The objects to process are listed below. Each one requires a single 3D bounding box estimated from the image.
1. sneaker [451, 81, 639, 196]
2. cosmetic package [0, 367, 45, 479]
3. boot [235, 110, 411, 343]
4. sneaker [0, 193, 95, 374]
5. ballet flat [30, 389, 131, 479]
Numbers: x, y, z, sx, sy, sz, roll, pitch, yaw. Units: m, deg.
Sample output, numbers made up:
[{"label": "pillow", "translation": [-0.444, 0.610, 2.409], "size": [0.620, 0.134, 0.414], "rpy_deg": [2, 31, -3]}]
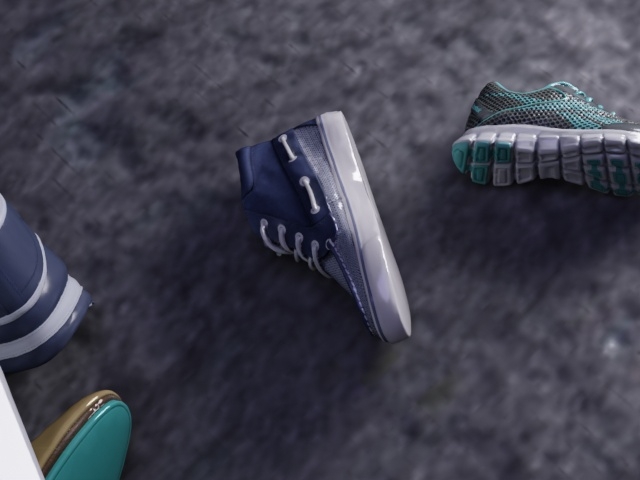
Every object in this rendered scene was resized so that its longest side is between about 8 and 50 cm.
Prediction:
[{"label": "sneaker", "translation": [0.177, -0.079, 0.921], "size": [0.166, 0.065, 0.076], "rpy_deg": [7, 59, 11]}, {"label": "cosmetic package", "translation": [-0.286, 0.099, 0.719], "size": [0.156, 0.217, 0.385], "rpy_deg": [-2, 51, -40]}, {"label": "boot", "translation": [0.000, 0.000, 0.908], "size": [0.086, 0.069, 0.190], "rpy_deg": [-21, 52, 6]}, {"label": "sneaker", "translation": [-0.253, -0.003, 0.939], "size": [0.099, 0.153, 0.282], "rpy_deg": [-38, 32, -9]}, {"label": "ballet flat", "translation": [-0.192, 0.193, 0.822], "size": [0.073, 0.080, 0.232], "rpy_deg": [7, 62, 26]}]
